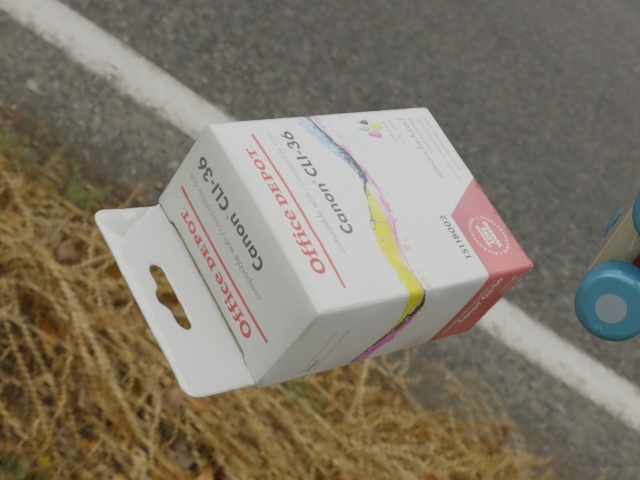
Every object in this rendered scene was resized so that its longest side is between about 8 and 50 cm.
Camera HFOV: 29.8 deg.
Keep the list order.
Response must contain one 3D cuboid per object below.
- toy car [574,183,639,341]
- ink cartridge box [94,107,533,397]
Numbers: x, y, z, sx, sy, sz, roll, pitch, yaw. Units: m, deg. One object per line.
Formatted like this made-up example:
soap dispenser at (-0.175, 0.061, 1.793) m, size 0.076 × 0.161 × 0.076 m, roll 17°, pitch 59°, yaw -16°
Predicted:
toy car at (0.398, 0.027, 1.165) m, size 0.238 × 0.210 × 0.219 m, roll 32°, pitch 28°, yaw 9°
ink cartridge box at (0.000, 0.000, 0.606) m, size 0.198 × 0.067 × 0.115 m, roll -11°, pitch 60°, yaw -42°
